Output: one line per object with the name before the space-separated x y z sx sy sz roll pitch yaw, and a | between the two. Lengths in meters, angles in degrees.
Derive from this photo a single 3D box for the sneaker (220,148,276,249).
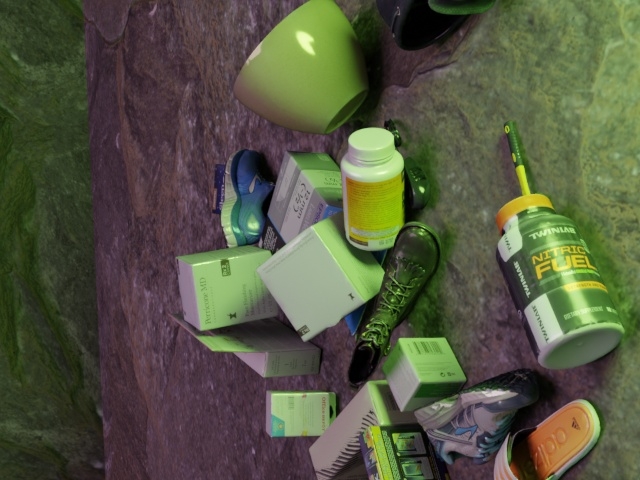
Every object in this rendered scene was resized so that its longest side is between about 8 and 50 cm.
sneaker | -0.157 -0.101 2.425 0.330 0.147 0.130 -92 -3 -46

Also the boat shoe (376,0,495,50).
boat shoe | 0.242 -0.454 1.641 0.500 0.186 0.156 151 113 -64

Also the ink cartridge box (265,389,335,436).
ink cartridge box | -0.040 0.368 2.134 0.090 0.143 0.092 158 113 -79

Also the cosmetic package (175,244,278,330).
cosmetic package | -0.209 0.101 2.223 0.151 0.183 0.151 -167 69 -67

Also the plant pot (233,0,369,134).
plant pot | -0.011 -0.329 2.050 0.191 0.284 0.284 45 137 8

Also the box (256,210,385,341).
box | 0.006 0.071 1.968 0.181 0.119 0.182 -37 86 35

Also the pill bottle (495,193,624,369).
pill bottle | 0.335 0.053 1.456 0.130 0.130 0.246 -55 42 45

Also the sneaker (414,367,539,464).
sneaker | 0.271 0.290 1.615 0.283 0.110 0.122 -39 72 58

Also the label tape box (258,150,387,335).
label tape box | 0.000 0.000 2.112 0.348 0.115 0.249 57 136 50

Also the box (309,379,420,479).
box | 0.087 0.372 1.912 0.275 0.113 0.094 -58 41 45

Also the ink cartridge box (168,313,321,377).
ink cartridge box | -0.179 0.232 2.265 0.296 0.261 0.066 25 110 61

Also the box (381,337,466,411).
box | 0.180 0.235 1.758 0.087 0.101 0.102 -64 36 37

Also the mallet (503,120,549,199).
mallet | 0.325 -0.114 1.597 0.062 0.039 0.190 -39 50 54

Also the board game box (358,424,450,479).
board game box | 0.153 0.410 1.750 0.048 0.141 0.170 -52 43 47

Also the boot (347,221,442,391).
boot | 0.126 0.119 1.761 0.229 0.091 0.263 -55 -16 -51

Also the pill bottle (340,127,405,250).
pill bottle | 0.098 -0.096 1.865 0.117 0.117 0.215 -128 27 -51

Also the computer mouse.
computer mouse | 0.166 -0.151 1.902 0.071 0.041 0.242 87 170 -49

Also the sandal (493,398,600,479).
sandal | 0.318 0.325 1.517 0.265 0.076 0.102 -61 37 40

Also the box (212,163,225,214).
box | -0.243 -0.134 2.665 0.225 0.036 0.137 9 95 63
